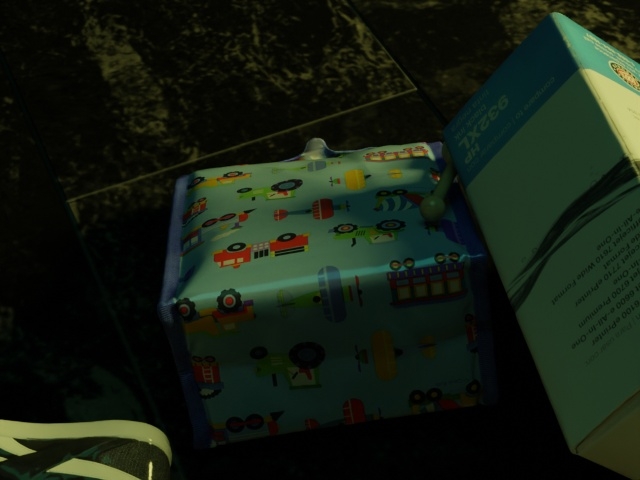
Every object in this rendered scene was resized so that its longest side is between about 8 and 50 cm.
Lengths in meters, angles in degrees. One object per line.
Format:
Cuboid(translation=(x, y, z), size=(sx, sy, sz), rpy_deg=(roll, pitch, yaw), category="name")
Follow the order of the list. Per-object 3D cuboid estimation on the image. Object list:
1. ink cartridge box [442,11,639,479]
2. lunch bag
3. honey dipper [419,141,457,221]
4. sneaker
Cuboid(translation=(0.232, 0.022, 0.948), size=(0.223, 0.129, 0.307), rpy_deg=(26, 31, -32), category="ink cartridge box")
Cuboid(translation=(0.000, 0.000, 1.093), size=(0.220, 0.138, 0.293), rpy_deg=(-9, 34, 1), category="lunch bag")
Cuboid(translation=(0.095, -0.050, 1.036), size=(0.030, 0.030, 0.161), rpy_deg=(6, 23, 13), category="honey dipper")
Cuboid(translation=(-0.207, 0.182, 0.942), size=(0.216, 0.079, 0.121), rpy_deg=(-5, 43, 0), category="sneaker")
